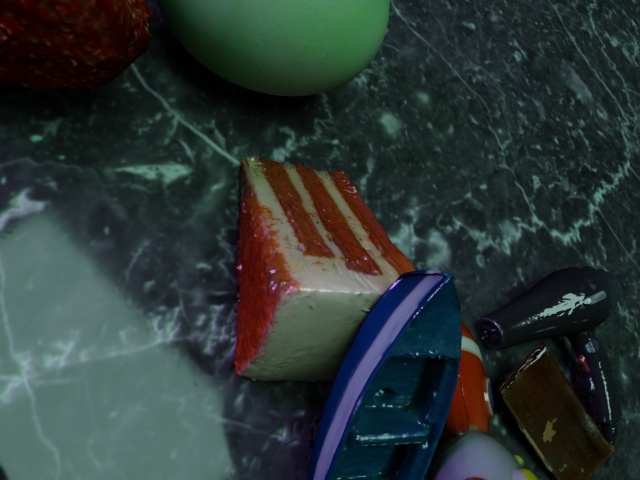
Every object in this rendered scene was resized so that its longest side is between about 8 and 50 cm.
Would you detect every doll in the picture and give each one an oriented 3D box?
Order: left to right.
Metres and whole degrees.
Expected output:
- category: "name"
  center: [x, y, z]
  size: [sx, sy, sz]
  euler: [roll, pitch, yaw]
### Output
- category: "doll"
  center: [0.148, 0.196, 0.524]
  size: [0.200, 0.105, 0.336]
  euler: [59, 19, -51]

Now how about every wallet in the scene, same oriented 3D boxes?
- category: "wallet"
  center: [0.294, 0.226, 0.675]
  size: [0.095, 0.026, 0.176]
  euler: [-39, 101, -13]

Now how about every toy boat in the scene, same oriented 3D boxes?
- category: "toy boat"
  center: [0.051, 0.153, 0.460]
  size: [0.096, 0.062, 0.299]
  euler: [8, 110, -22]

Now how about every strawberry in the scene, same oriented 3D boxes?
- category: "strawberry"
  center: [-0.276, -0.237, 0.433]
  size: [0.288, 0.238, 0.250]
  euler: [35, 36, -25]

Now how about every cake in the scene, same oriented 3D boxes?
- category: "cake"
  center: [0.000, 0.000, 0.541]
  size: [0.158, 0.159, 0.262]
  euler: [5, 66, -25]

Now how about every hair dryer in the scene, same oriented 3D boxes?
- category: "hair dryer"
  center: [0.344, 0.179, 0.720]
  size: [0.235, 0.091, 0.272]
  euler: [-16, 82, -24]

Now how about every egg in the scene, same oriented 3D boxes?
- category: "egg"
  center: [-0.050, -0.274, 0.588]
  size: [0.269, 0.220, 0.220]
  euler: [25, 59, -31]
